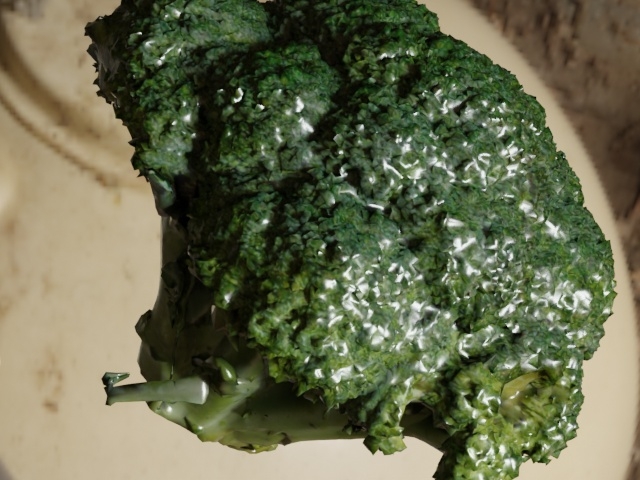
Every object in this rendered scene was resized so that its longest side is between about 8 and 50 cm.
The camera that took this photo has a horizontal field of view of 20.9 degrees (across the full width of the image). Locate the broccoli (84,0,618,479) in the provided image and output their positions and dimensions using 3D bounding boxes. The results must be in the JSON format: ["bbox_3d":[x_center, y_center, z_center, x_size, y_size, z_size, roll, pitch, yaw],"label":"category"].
[{"bbox_3d":[0.000,0.000,0.947,0.304,0.283,0.321,20,35,-31],"label":"broccoli"}]
